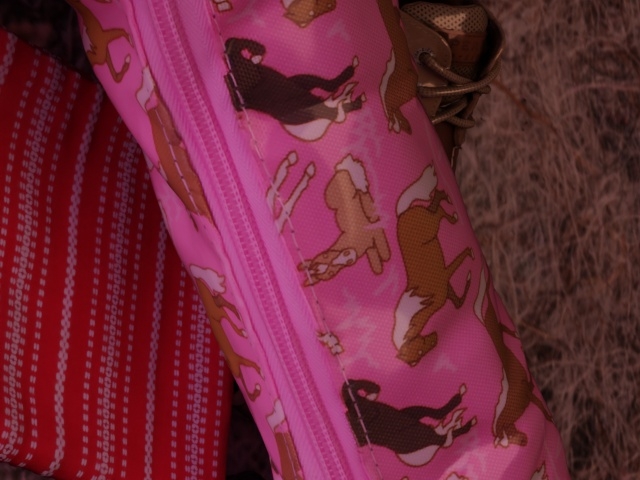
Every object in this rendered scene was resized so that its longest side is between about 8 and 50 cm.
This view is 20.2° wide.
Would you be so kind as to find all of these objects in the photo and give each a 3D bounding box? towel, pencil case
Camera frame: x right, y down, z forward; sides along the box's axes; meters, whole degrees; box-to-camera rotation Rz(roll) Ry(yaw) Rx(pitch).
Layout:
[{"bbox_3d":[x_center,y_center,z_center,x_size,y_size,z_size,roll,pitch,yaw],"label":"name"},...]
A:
[{"bbox_3d":[-0.125,0.005,0.813,0.275,0.031,0.199,28,60,-47],"label":"towel"},{"bbox_3d":[0.000,0.000,0.833,0.160,0.167,0.386,-26,108,-19],"label":"pencil case"}]

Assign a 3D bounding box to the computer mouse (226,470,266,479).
[{"bbox_3d":[-0.096,0.157,0.855,0.242,0.041,0.071,-8,68,-56],"label":"computer mouse"}]

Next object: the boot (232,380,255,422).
[{"bbox_3d":[-0.020,0.090,0.948,0.087,0.042,0.118,26,61,-46],"label":"boot"}]

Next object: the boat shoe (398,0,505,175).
[{"bbox_3d":[0.034,-0.099,0.968,0.123,0.116,0.324,-18,101,-51],"label":"boat shoe"}]
